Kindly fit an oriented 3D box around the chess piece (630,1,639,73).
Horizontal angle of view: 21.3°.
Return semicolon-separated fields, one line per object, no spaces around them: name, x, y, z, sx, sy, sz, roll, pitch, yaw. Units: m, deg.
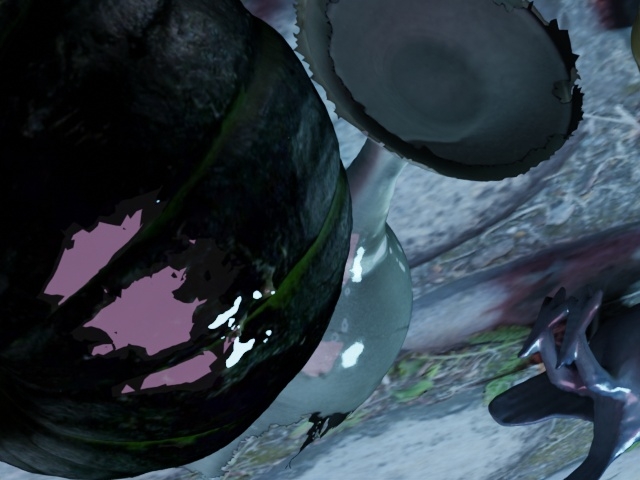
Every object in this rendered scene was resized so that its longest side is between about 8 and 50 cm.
chess piece;0.180;-0.125;0.851;0.066;0.066;0.122;-27;144;6

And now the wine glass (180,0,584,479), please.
wine glass;0.000;0.000;0.855;0.143;0.143;0.321;-6;148;-27

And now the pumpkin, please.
pumpkin;-0.116;-0.006;0.668;0.250;0.216;0.250;18;141;15

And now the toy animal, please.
toy animal;0.224;0.091;1.136;0.176;0.239;0.255;27;84;-21
